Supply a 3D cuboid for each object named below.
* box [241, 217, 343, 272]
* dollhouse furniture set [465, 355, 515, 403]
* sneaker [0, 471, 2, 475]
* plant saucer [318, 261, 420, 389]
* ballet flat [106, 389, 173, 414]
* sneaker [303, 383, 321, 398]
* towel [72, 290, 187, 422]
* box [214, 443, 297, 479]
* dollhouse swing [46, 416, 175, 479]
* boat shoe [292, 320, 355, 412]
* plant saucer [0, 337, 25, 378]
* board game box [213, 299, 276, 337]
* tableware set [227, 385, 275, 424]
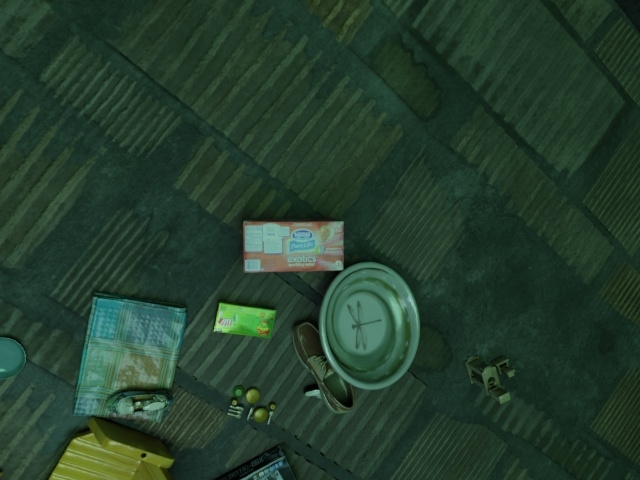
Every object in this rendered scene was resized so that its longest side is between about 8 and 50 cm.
[{"bbox_3d":[-0.088,0.009,1.440,0.299,0.142,0.154,-1,98,-10],"label":"box"},{"bbox_3d":[0.644,0.471,1.700,0.160,0.182,0.101,-21,102,-13],"label":"dollhouse furniture set"},{"bbox_3d":[-0.916,0.756,1.328,0.092,0.088,0.226,-12,100,-16],"label":"sneaker"},{"bbox_3d":[0.147,0.272,1.540,0.400,0.100,0.401,6,78,-31],"label":"plant saucer"},{"bbox_3d":[-0.529,0.476,1.386,0.188,0.070,0.070,-6,98,-15],"label":"ballet flat"},{"bbox_3d":[0.023,0.523,1.590,0.161,0.057,0.076,-1,91,-19],"label":"sneaker"},{"bbox_3d":[-0.563,0.353,1.410,0.271,0.040,0.371,11,93,-16],"label":"towel"},{"bbox_3d":[-0.217,0.854,1.548,0.307,0.076,0.243,-24,103,-13],"label":"box"},{"bbox_3d":[-0.582,0.747,1.290,0.315,0.305,0.347,32,83,-25],"label":"dollhouse swing"},{"bbox_3d":[0.021,0.399,1.517,0.123,0.116,0.325,-31,88,-24],"label":"boat shoe"},{"bbox_3d":[-0.885,0.325,1.321,0.119,0.021,0.120,-2,97,-15],"label":"plant saucer"},{"bbox_3d":[-0.238,0.247,1.489,0.181,0.043,0.092,10,94,-17],"label":"board game box"},{"bbox_3d":[-0.220,0.532,1.541,0.154,0.024,0.104,20,87,-16],"label":"tableware set"}]
